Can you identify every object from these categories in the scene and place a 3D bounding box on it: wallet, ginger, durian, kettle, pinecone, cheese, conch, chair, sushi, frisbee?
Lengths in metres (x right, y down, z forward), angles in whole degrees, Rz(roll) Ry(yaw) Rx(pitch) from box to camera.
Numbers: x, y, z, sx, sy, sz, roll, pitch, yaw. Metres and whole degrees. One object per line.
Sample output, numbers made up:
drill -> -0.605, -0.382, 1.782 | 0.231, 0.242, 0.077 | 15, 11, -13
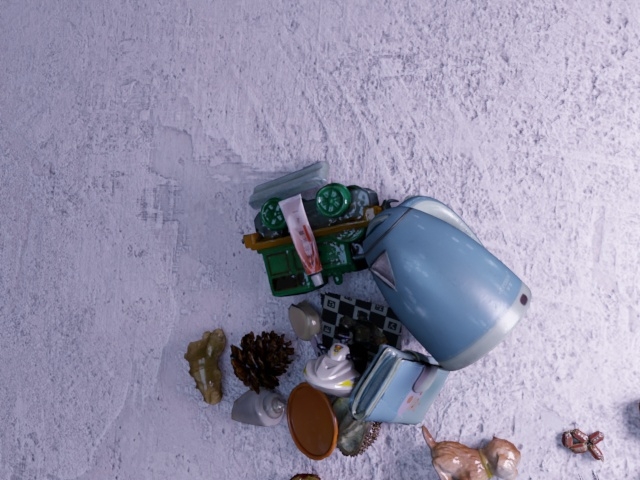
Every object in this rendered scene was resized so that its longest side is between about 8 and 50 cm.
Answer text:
wallet -> 0.182, 0.329, 1.218 | 0.075, 0.250, 0.176 | 32, 94, 41
ginger -> -0.321, 0.345, 1.508 | 0.115, 0.081, 0.206 | 3, 78, -10
durian -> 0.103, 0.433, 1.324 | 0.188, 0.091, 0.148 | -51, 47, 34
kettle -> 0.255, 0.053, 1.198 | 0.342, 0.319, 0.247 | 45, 136, 2
pinecone -> -0.147, 0.305, 1.405 | 0.173, 0.173, 0.174 | -1, 86, 21
cheese -> -0.027, 0.220, 1.384 | 0.171, 0.047, 0.092 | 47, 136, 45
conch -> -0.163, 0.441, 1.453 | 0.176, 0.094, 0.104 | -22, 92, 46
chair -> 0.583, 0.535, 1.162 | 0.042, 0.037, 0.086 | -25, 74, 6
sushi -> 0.104, 0.214, 1.358 | 0.210, 0.040, 0.193 | 9, 119, 21
frisbee -> -0.017, 0.452, 1.382 | 0.192, 0.035, 0.192 | 0, 90, 49

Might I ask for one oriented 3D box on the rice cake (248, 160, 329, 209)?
rice cake -> -0.082, -0.146, 1.445 | 0.226, 0.085, 0.040 | -18, 125, 20

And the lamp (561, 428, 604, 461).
lamp -> 0.565, 0.437, 1.181 | 0.083, 0.031, 0.063 | 0, 85, 25

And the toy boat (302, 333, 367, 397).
toy boat -> 0.054, 0.292, 1.264 | 0.140, 0.269, 0.141 | -6, 71, 17

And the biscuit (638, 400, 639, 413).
biscuit -> 0.798, 0.414, 1.071 | 0.290, 0.062, 0.237 | -11, 84, 21

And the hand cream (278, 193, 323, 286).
hand cream -> -0.035, 0.003, 1.269 | 0.052, 0.038, 0.216 | -20, 93, -5

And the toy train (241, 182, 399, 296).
toy train -> 0.000, 0.000, 1.355 | 0.429, 0.178, 0.249 | -12, 89, 21

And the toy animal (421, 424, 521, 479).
toy animal -> 0.340, 0.472, 1.232 | 0.185, 0.104, 0.184 | -34, 69, 21

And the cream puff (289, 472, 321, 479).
cream puff -> -0.028, 0.653, 1.372 | 0.149, 0.084, 0.149 | -1, 87, 17
